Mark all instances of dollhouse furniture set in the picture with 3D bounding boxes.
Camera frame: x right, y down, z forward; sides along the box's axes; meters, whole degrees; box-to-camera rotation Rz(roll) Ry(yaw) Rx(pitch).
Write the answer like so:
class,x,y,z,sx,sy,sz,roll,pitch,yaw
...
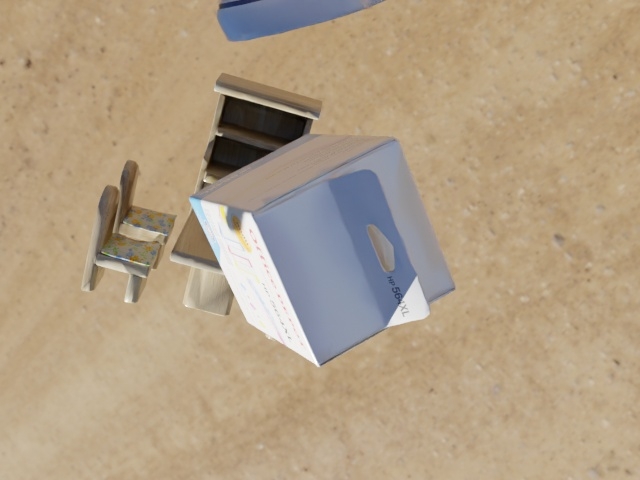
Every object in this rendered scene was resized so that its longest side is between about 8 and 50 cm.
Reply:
class,x,y,z,sx,sy,sz,roll,pitch,yaw
dollhouse furniture set,-0.076,-0.042,0.906,0.212,0.242,0.161,15,111,-3

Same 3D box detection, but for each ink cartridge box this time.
class,x,y,z,sx,sy,sz,roll,pitch,yaw
ink cartridge box,0.000,0.000,0.541,0.092,0.090,0.143,66,164,-14

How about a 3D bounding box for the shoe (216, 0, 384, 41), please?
class,x,y,z,sx,sy,sz,roll,pitch,yaw
shoe,0.029,-0.151,0.416,0.063,0.178,0.081,-126,14,-69
